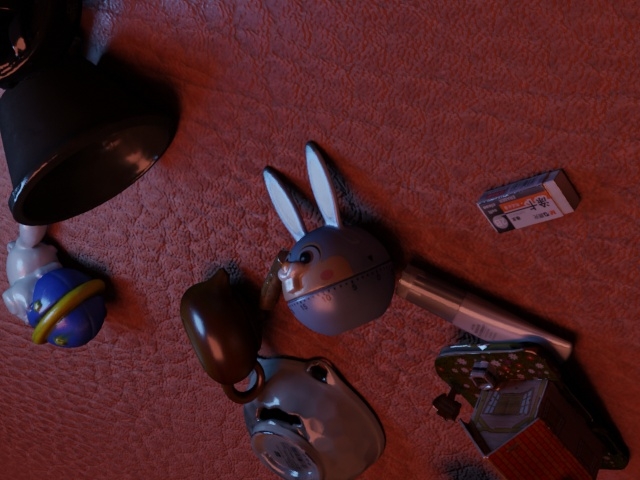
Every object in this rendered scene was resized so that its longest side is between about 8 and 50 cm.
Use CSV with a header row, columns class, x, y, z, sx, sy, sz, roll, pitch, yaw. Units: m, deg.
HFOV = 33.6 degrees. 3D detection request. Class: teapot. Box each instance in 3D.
class,x,y,z,sx,sy,sz,roll,pitch,yaw
teapot,-0.145,0.162,1.760,0.178,0.135,0.252,-131,20,-62

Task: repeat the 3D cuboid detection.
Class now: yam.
class,x,y,z,sx,sy,sz,roll,pitch,yaw
yam,-0.073,0.066,1.680,0.032,0.032,0.145,33,142,7

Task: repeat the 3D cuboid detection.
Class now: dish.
class,x,y,z,sx,sy,sz,roll,pitch,yaw
dish,-0.034,0.338,1.861,0.303,0.120,0.303,22,141,19

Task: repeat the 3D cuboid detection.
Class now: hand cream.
class,x,y,z,sx,sy,sz,roll,pitch,yaw
hand cream,0.225,0.107,1.459,0.255,0.048,0.079,27,152,11

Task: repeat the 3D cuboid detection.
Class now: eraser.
class,x,y,z,sx,sy,sz,roll,pitch,yaw
eraser,0.252,-0.047,1.290,0.122,0.029,0.052,-17,118,49

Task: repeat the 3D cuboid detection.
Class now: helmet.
class,x,y,z,sx,sy,sz,roll,pitch,yaw
helmet,-0.420,-0.337,1.422,0.231,0.160,0.278,-4,87,19

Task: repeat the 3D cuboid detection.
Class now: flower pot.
class,x,y,z,sx,sy,sz,roll,pitch,yaw
flower pot,-0.363,-0.158,1.543,0.166,0.269,0.269,55,145,13

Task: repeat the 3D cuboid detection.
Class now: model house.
class,x,y,z,sx,sy,sz,roll,pitch,yaw
model house,0.277,0.291,1.493,0.207,0.154,0.294,-10,132,44

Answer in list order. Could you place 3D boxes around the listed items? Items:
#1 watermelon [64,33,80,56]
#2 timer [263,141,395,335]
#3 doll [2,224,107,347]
class,x,y,z,sx,sy,sz,roll,pitch,yaw
watermelon,-0.428,-0.283,1.583,0.187,0.071,0.139,5,140,25
timer,-0.005,0.018,1.467,0.255,0.175,0.175,51,142,-14
doll,-0.527,0.114,2.002,0.243,0.159,0.311,41,147,-5
